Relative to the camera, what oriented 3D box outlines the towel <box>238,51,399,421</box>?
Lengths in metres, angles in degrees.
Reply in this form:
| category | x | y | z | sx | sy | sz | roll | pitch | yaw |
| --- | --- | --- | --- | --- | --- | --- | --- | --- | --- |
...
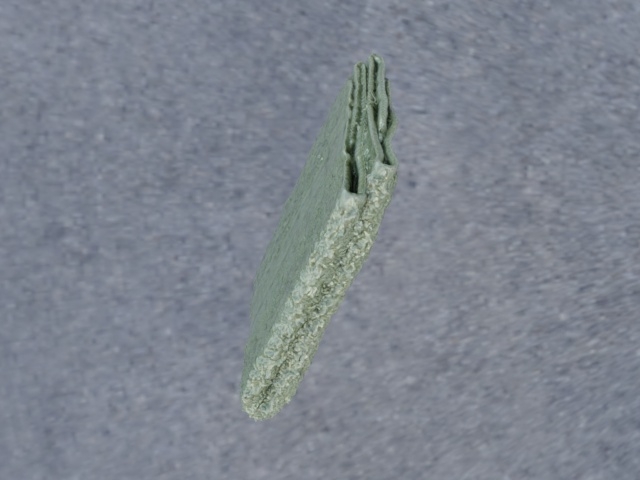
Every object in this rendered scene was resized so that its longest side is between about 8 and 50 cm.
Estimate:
| category | x | y | z | sx | sy | sz | roll | pitch | yaw |
| --- | --- | --- | --- | --- | --- | --- | --- | --- | --- |
| towel | 0.000 | 0.000 | 0.582 | 0.027 | 0.110 | 0.148 | 20 | 124 | -10 |
